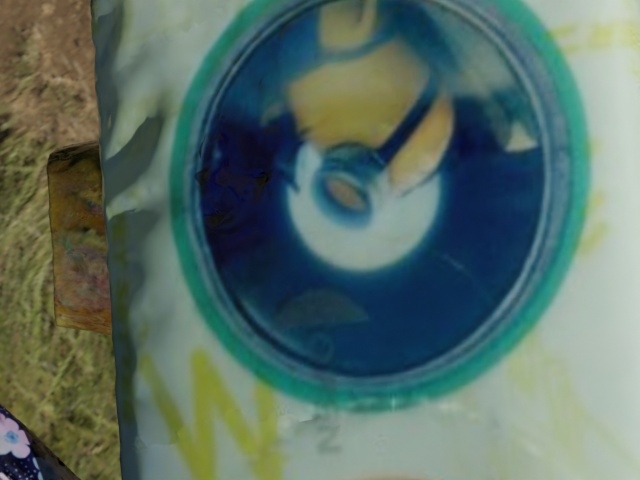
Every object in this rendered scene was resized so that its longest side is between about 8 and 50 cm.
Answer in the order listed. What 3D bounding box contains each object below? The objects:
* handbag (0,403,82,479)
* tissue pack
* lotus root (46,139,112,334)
[{"bbox_3d":[-0.242,0.159,0.607,0.208,0.127,0.229,44,87,0],"label":"handbag"},{"bbox_3d":[0.038,0.004,0.554,0.287,0.162,0.388,-9,82,29],"label":"tissue pack"},{"bbox_3d":[-0.245,-0.008,1.293,0.119,0.138,0.235,-1,83,-10],"label":"lotus root"}]
